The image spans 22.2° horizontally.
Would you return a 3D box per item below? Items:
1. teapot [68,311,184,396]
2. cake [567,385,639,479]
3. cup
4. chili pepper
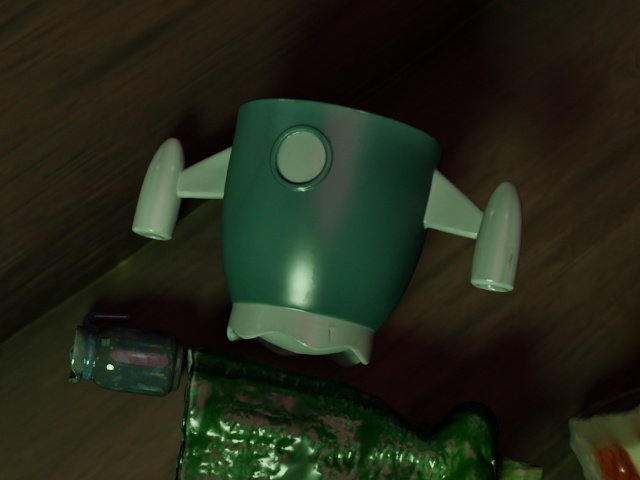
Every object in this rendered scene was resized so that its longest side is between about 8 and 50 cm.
[{"bbox_3d":[-0.143,0.081,1.212,0.083,0.049,0.064,9,72,-8],"label":"teapot"},{"bbox_3d":[0.363,0.209,1.182,0.230,0.237,0.309,-26,83,-14],"label":"cake"},{"bbox_3d":[0.000,0.000,1.212,0.299,0.167,0.173,8,81,18],"label":"cup"},{"bbox_3d":[0.028,0.161,1.197,0.270,0.099,0.136,8,64,-5],"label":"chili pepper"}]
